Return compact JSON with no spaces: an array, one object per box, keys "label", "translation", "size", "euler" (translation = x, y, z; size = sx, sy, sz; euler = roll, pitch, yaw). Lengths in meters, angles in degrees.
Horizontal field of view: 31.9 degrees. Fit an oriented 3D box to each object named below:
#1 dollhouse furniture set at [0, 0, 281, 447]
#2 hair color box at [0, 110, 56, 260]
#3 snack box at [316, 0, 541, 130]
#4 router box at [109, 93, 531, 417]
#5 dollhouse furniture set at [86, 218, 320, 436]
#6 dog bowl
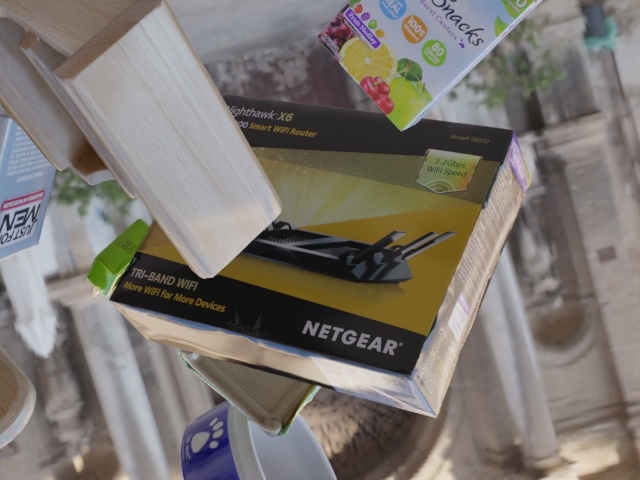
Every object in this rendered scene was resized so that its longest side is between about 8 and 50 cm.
[{"label":"dollhouse furniture set","translation":[-0.263,0.008,0.646],"size":[0.394,0.362,0.256],"euler":[-44,-131,-14]},{"label":"hair color box","translation":[-0.285,-0.187,0.875],"size":[0.185,0.375,0.113],"euler":[19,-167,8]},{"label":"snack box","translation":[0.079,-0.165,0.827],"size":[0.141,0.100,0.037],"euler":[-43,176,28]},{"label":"router box","translation":[0.000,0.000,0.993],"size":[0.308,0.081,0.243],"euler":[10,-118,30]},{"label":"dollhouse furniture set","translation":[-0.118,0.095,1.377],"size":[0.197,0.301,0.151],"euler":[-46,175,-30]},{"label":"dog bowl","translation":[-0.067,0.328,1.458],"size":[0.104,0.265,0.265],"euler":[-29,-176,13]}]
